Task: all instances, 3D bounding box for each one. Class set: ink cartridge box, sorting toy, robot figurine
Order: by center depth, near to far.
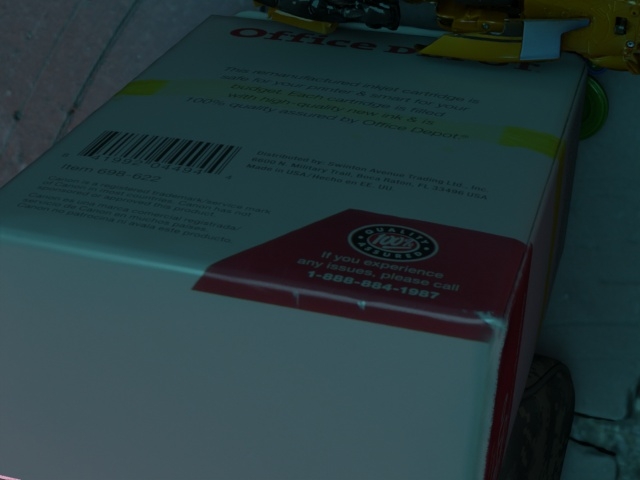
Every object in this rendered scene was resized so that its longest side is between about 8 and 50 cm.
[{"bbox_3d":[0.000,0.000,0.834,0.279,0.384,0.160,9,118,14],"label":"ink cartridge box"},{"bbox_3d":[0.080,-0.192,0.915,0.291,0.211,0.085,10,137,17],"label":"robot figurine"},{"bbox_3d":[0.179,-0.124,0.963,0.061,0.042,0.102,-12,105,31],"label":"sorting toy"}]

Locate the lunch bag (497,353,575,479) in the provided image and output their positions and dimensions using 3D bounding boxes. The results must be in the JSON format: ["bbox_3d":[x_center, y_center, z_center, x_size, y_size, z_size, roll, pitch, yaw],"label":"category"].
[{"bbox_3d":[0.012,0.205,0.960,0.256,0.212,0.305,14,101,24],"label":"lunch bag"}]
